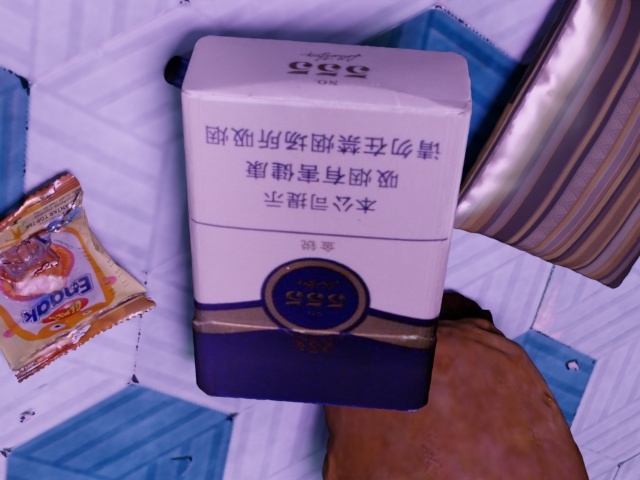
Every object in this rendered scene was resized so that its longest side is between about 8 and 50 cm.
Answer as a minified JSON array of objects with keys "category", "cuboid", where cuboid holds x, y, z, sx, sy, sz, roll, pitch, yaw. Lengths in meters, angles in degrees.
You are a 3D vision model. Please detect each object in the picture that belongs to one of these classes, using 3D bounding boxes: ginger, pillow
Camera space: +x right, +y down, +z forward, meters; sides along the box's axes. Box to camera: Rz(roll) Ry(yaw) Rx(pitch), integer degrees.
[{"category":"ginger","cuboid":[0.114,0.203,0.845,0.200,0.223,0.269,-30,132,0]},{"category":"pillow","cuboid":[0.212,-0.073,0.805,0.212,0.052,0.208,17,111,-36]}]

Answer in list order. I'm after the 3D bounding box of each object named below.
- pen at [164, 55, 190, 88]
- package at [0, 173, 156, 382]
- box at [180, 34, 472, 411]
[{"category":"pen","cuboid":[-0.012,-0.078,0.713,0.204,0.025,0.025,19,112,-33]},{"category":"package","cuboid":[-0.179,0.027,0.699,0.108,0.031,0.120,-29,130,-4]},{"category":"box","cuboid":[0.000,0.000,0.691,0.168,0.071,0.259,3,129,2]}]
